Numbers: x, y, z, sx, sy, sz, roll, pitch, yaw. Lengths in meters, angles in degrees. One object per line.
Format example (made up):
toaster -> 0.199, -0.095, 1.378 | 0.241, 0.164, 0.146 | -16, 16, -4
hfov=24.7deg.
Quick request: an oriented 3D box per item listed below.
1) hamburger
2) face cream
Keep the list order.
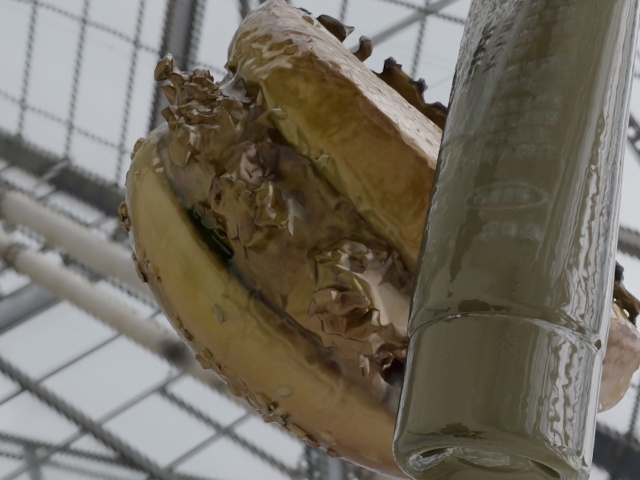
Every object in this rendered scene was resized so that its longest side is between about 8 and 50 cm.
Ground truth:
hamburger -> 0.000, 0.000, 1.104 | 0.268, 0.287, 0.445 | -48, -115, 12
face cream -> 0.098, -0.053, 0.672 | 0.084, 0.341, 0.137 | 23, -29, -22
